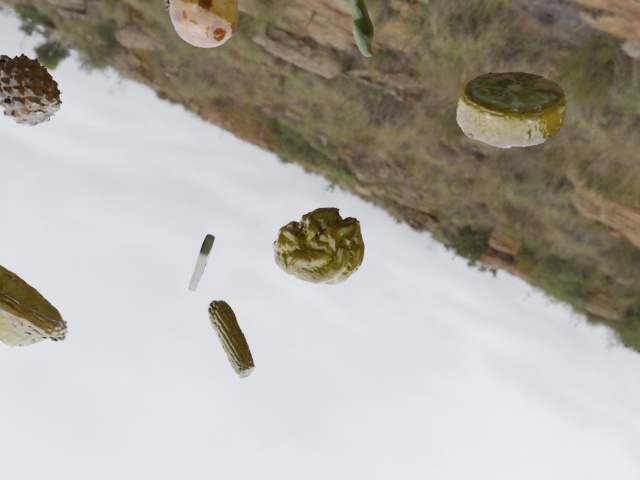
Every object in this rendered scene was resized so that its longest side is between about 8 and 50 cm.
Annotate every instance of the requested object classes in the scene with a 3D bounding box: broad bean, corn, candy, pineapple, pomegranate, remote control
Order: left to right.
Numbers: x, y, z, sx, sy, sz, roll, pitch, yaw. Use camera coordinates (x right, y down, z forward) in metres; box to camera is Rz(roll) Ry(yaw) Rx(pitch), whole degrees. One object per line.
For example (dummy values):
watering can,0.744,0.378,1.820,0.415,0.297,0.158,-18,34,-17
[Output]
pineapple,-0.745,-0.384,1.640,0.193,0.166,0.166,56,-164,2
pomegranate,-0.336,-0.653,1.850,0.215,0.215,0.215,25,-166,-7
remote control,-0.399,0.075,2.203,0.038,0.233,0.098,22,-131,-8
corn,-0.278,0.300,2.034,0.087,0.086,0.288,13,-145,-45
broad bean,0.147,-0.861,2.515,0.075,0.325,0.067,-28,-164,-33
candy,0.456,-0.319,1.585,0.260,0.118,0.260,-3,-144,2

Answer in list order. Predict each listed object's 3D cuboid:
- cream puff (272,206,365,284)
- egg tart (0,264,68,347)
cream puff,-0.002,-0.001,2.369,0.291,0.257,0.324,0,-152,-48
egg tart,-0.758,0.165,1.594,0.315,0.120,0.315,38,172,6
